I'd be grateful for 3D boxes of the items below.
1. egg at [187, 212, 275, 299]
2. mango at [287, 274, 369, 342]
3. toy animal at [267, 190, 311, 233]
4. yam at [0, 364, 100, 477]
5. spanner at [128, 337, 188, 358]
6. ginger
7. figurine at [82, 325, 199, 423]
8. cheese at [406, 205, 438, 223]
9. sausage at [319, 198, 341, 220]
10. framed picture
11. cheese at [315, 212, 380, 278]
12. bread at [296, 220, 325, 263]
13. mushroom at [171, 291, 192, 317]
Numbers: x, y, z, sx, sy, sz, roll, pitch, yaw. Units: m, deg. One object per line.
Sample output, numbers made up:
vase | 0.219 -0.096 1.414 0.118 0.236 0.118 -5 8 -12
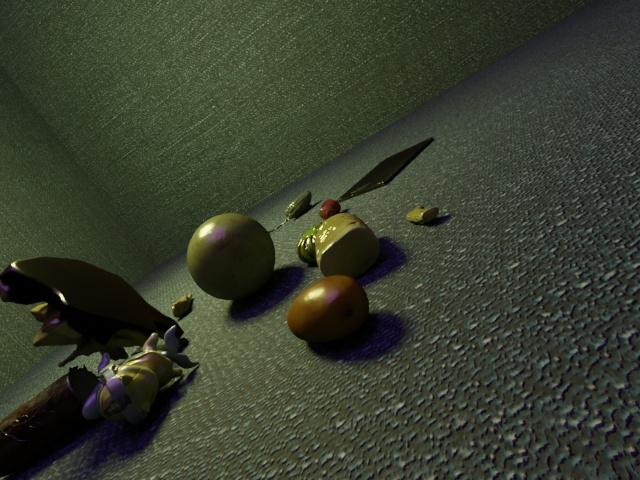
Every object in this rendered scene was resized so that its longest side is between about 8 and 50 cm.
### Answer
egg | -0.229 0.045 1.061 0.218 0.218 0.295 -37 1 -16
mango | 0.001 0.103 0.611 0.102 0.085 0.184 -41 10 -30
toy animal | -0.125 -0.104 1.683 0.253 0.070 0.079 -46 -21 -2
yam | -0.610 0.399 0.908 0.279 0.131 0.131 -36 13 2
spanner | -0.440 0.295 1.092 0.301 0.018 0.071 -20 19 42
ginger | -0.549 0.209 0.972 0.211 0.358 0.413 -60 -14 -4
figurine | -0.341 0.258 0.772 0.208 0.129 0.183 -34 15 -23
cheese | 0.199 -0.050 0.796 0.044 0.030 0.083 -42 9 -8
sausage | 0.031 -0.092 1.269 0.054 0.059 0.094 16 30 10
framed picture | 0.227 -0.249 1.462 0.338 0.014 0.255 -43 16 -35
cheese | 0.046 0.008 0.810 0.123 0.094 0.167 -30 14 5
bread | 0.000 0.000 0.998 0.130 0.071 0.139 -32 13 24
mushroom | -0.461 0.210 1.377 0.059 0.055 0.202 -30 7 -10
